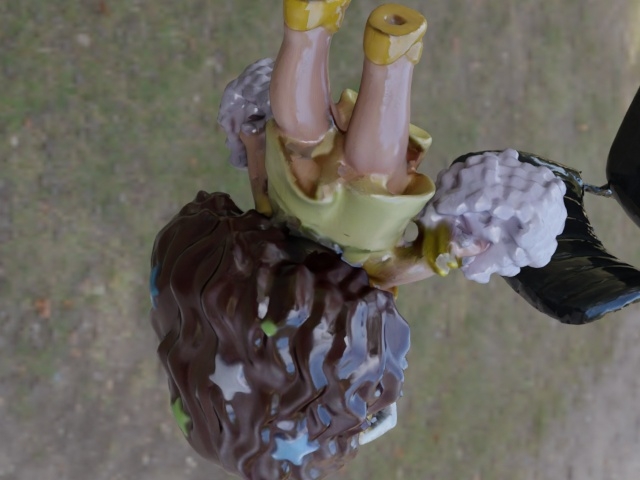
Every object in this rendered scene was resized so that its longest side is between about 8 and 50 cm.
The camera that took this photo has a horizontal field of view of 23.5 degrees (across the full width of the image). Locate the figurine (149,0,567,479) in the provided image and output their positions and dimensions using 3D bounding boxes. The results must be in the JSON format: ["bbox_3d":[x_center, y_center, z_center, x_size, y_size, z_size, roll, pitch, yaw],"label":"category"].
[{"bbox_3d":[-0.001,0.002,0.669,0.116,0.175,0.240,-26,139,-54],"label":"figurine"}]

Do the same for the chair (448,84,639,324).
[{"bbox_3d":[0.194,-0.039,0.773,0.221,0.140,0.145,2,125,-36],"label":"chair"}]
